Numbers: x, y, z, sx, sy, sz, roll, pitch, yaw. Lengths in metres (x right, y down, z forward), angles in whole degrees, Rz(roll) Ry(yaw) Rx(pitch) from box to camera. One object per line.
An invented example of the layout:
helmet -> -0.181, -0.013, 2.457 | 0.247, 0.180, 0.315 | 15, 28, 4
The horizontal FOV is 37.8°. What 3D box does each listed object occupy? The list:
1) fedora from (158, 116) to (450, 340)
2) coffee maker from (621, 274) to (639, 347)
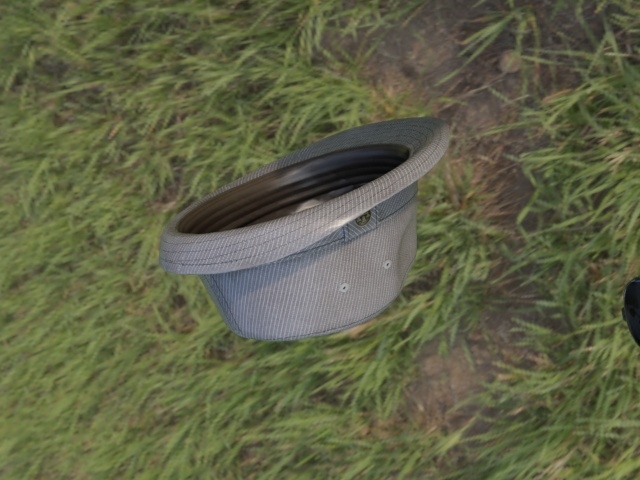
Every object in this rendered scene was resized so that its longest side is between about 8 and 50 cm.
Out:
fedora -> 0.000, 0.000, 0.813 | 0.244, 0.275, 0.124 | -1, 115, 47
coffee maker -> 0.424, 0.050, 0.940 | 0.120, 0.178, 0.171 | 65, 149, 15
